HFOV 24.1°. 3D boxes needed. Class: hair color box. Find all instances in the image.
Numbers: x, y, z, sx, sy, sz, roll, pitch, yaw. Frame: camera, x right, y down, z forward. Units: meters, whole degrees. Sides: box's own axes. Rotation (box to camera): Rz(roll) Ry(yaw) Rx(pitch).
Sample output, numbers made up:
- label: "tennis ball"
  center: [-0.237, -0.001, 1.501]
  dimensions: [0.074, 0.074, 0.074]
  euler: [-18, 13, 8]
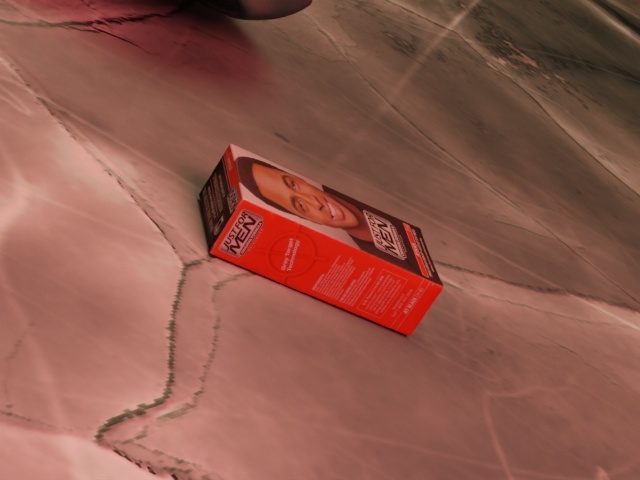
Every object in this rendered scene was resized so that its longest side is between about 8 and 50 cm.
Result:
- label: "hair color box"
  center: [0.000, 0.000, 0.908]
  dimensions: [0.141, 0.043, 0.072]
  euler: [23, 25, -23]

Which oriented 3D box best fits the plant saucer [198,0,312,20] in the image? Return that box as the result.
- label: "plant saucer"
  center: [-0.144, -0.261, 1.127]
  dimensions: [0.317, 0.044, 0.317]
  euler: [36, -4, 3]
